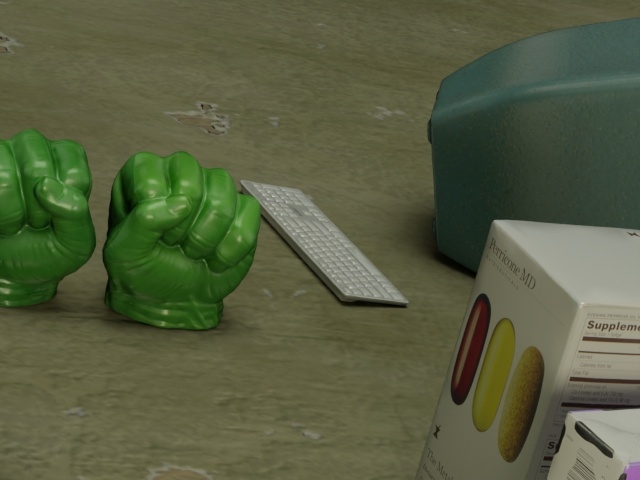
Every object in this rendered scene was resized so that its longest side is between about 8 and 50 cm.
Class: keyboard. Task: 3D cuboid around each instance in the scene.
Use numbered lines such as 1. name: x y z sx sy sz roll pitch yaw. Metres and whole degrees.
1. keyboard: 0.000 0.000 1.937 0.072 0.014 0.256 2 25 -28

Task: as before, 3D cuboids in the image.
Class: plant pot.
1. plant pot: 0.239 -0.078 1.996 0.252 0.247 0.247 -1 20 8

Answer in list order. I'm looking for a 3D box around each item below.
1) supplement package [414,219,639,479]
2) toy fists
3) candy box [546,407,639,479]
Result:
1. supplement package: 0.175 0.124 1.432 0.134 0.244 0.139 3 24 -27
2. toy fists: -0.187 -0.010 1.668 0.279 0.142 0.096 8 22 -14
3. candy box: 0.217 0.210 1.312 0.165 0.196 0.070 0 25 -33
